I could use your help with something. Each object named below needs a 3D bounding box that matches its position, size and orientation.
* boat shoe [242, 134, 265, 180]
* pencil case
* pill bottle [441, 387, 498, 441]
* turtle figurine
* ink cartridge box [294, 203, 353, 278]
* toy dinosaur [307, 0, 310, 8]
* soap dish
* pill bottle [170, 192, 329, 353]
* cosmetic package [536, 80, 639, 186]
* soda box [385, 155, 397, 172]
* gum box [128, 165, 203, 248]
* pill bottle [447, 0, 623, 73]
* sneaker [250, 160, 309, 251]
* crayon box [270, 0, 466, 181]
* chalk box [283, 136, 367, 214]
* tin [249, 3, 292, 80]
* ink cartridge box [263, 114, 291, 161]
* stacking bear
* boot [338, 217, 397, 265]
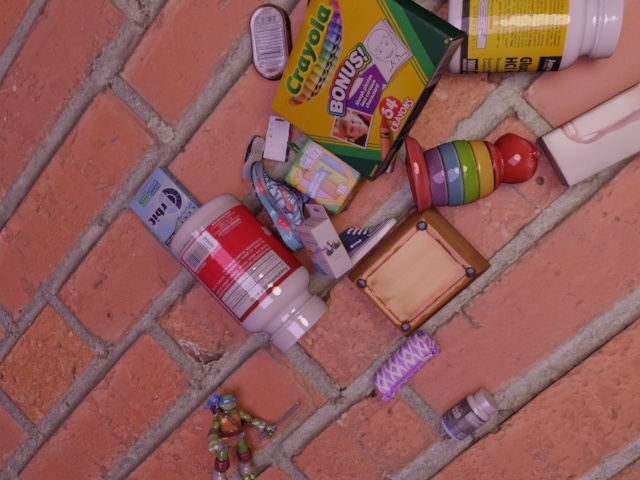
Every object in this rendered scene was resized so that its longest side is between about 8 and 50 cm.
[{"bbox_3d":[-0.185,-0.225,1.445,0.046,0.038,0.125,6,113,-28],"label":"boat shoe"},{"bbox_3d":[0.228,0.327,1.399,0.086,0.088,0.206,27,114,-29],"label":"pencil case"},{"bbox_3d":[0.387,0.450,1.381,0.078,0.078,0.137,46,108,4],"label":"pill bottle"},{"bbox_3d":[-0.226,0.590,1.522,0.275,0.198,0.266,7,106,18],"label":"turtle figurine"},{"bbox_3d":[0.000,0.000,1.345,0.062,0.104,0.181,-34,109,-20],"label":"ink cartridge box"},{"bbox_3d":[0.032,-0.551,1.277,0.160,0.121,0.313,-35,86,25],"label":"toy dinosaur"},{"bbox_3d":[0.239,0.081,1.336,0.229,0.118,0.291,46,107,4],"label":"soap dish"},{"bbox_3d":[-0.178,0.091,1.399,0.407,0.229,0.229,46,108,4],"label":"pill bottle"},{"bbox_3d":[0.639,-0.244,1.147,0.296,0.153,0.129,-30,89,17],"label":"cosmetic package"},{"bbox_3d":[0.170,-0.261,1.322,0.058,0.063,0.183,16,105,14],"label":"soda box"},{"bbox_3d":[-0.441,-0.094,1.540,0.184,0.041,0.157,45,108,5],"label":"gum box"},{"bbox_3d":[0.446,-0.458,1.142,0.334,0.188,0.187,3,101,16],"label":"pill bottle"},{"bbox_3d":[-0.090,-0.107,1.422,0.125,0.104,0.261,-29,97,3],"label":"sneaker"},{"bbox_3d":[0.087,-0.369,1.188,0.313,0.106,0.362,37,128,11],"label":"crayon box"},{"bbox_3d":[0.001,-0.179,1.351,0.213,0.132,0.132,34,107,9],"label":"chalk box"},{"bbox_3d":[-0.129,-0.512,1.379,0.106,0.040,0.189,-2,99,21],"label":"tin"},{"bbox_3d":[-0.111,-0.271,1.420,0.063,0.029,0.115,13,102,14],"label":"ink cartridge box"},{"bbox_3d":[0.355,-0.169,1.240,0.289,0.175,0.164,-11,73,6],"label":"stacking bear"},{"bbox_3d":[0.106,-0.012,1.382,0.086,0.069,0.190,48,112,7],"label":"boot"}]
